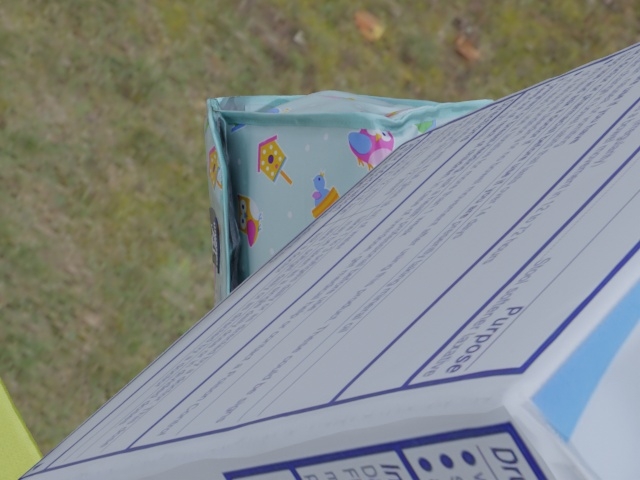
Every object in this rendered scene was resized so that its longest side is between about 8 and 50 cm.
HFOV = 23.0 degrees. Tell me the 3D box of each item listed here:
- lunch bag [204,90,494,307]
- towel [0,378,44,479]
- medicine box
[{"bbox_3d":[0.000,0.000,1.182,0.160,0.262,0.223,-13,104,-42],"label":"lunch bag"},{"bbox_3d":[-0.245,0.168,1.119,0.237,0.102,0.021,59,0,9],"label":"towel"},{"bbox_3d":[0.077,0.053,0.536,0.263,0.289,0.149,-41,103,-36],"label":"medicine box"}]
